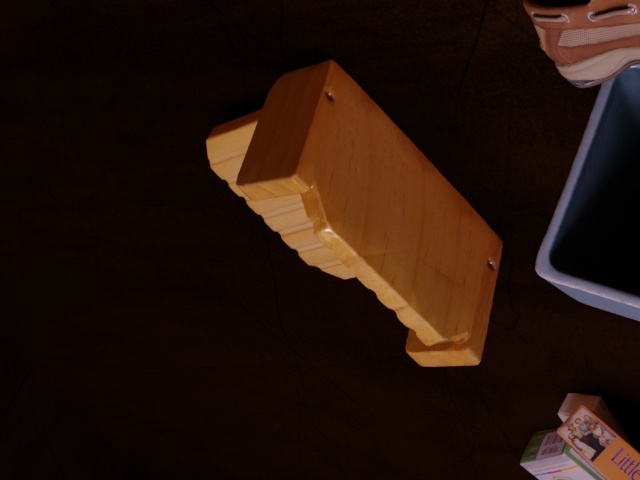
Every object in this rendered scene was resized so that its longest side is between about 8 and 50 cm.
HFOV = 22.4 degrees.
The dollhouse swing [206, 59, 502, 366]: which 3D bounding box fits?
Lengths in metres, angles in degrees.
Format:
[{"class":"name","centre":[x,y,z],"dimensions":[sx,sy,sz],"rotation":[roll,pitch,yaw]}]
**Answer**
[{"class":"dollhouse swing","centre":[0.000,0.000,2.046],"dimensions":[0.305,0.315,0.347],"rotation":[-26,121,34]}]

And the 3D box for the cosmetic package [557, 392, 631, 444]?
[{"class":"cosmetic package","centre":[0.397,0.272,2.333],"dimensions":[0.060,0.041,0.115],"rotation":[4,142,41]}]

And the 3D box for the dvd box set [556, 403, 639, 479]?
[{"class":"dvd box set","centre":[0.524,0.412,2.163],"dimensions":[0.307,0.062,0.420],"rotation":[43,-179,-38]}]

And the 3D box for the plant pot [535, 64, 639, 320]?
[{"class":"plant pot","centre":[0.397,-0.010,1.680],"dimensions":[0.247,0.248,0.252],"rotation":[18,170,22]}]

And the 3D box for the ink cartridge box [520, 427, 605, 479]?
[{"class":"ink cartridge box","centre":[0.417,0.367,2.443],"dimensions":[0.209,0.062,0.109],"rotation":[40,150,-16]}]

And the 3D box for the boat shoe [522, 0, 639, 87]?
[{"class":"boat shoe","centre":[0.306,-0.240,1.519],"dimensions":[0.120,0.122,0.324],"rotation":[43,149,-15]}]
